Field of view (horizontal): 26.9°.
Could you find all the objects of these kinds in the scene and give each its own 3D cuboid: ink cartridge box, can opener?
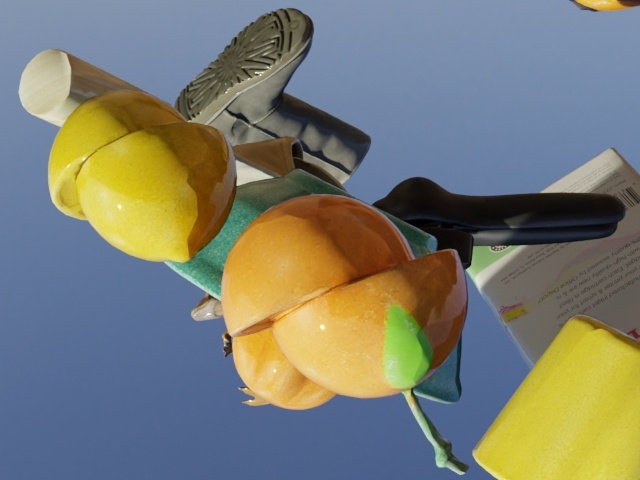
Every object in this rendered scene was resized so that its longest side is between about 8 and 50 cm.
[{"bbox_3d":[0.218,0.048,1.010,0.154,0.093,0.212,-32,-144,2],"label":"ink cartridge box"},{"bbox_3d":[0.119,-0.011,0.935,0.186,0.073,0.059,-4,168,-10],"label":"can opener"}]

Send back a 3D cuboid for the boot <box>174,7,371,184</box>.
[{"bbox_3d":[-0.019,-0.130,1.350,0.190,0.208,0.076,-31,-133,32],"label":"boot"}]

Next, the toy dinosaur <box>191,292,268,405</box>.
[{"bbox_3d":[-0.008,0.088,1.084,0.212,0.064,0.112,23,-142,6],"label":"toy dinosaur"}]

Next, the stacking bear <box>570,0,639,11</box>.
[{"bbox_3d":[0.197,-0.134,0.521,0.289,0.164,0.175,8,-157,-24],"label":"stacking bear"}]

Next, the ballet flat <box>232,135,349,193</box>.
[{"bbox_3d":[0.000,0.000,0.869,0.073,0.080,0.232,-21,-135,-13],"label":"ballet flat"}]

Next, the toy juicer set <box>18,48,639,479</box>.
[{"bbox_3d":[-0.029,0.011,0.511,0.209,0.089,0.329,25,-176,-36],"label":"toy juicer set"}]
